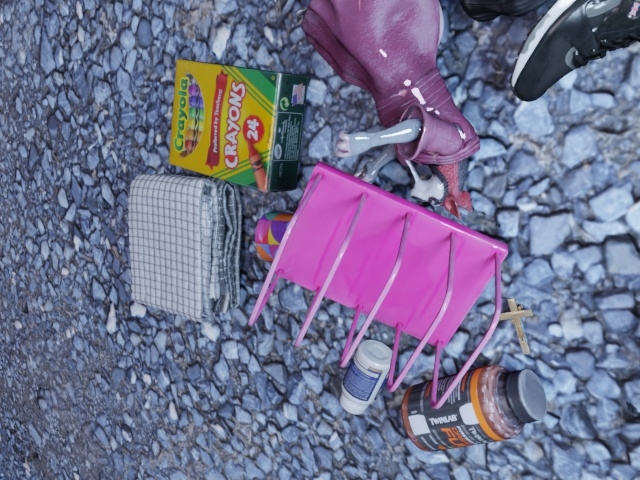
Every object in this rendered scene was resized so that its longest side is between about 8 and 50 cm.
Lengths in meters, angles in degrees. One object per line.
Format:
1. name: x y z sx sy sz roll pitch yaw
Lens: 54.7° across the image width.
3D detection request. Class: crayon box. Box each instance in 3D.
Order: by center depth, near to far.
1. crayon box: -0.175 -0.218 1.134 0.319 0.081 0.202 18 108 36

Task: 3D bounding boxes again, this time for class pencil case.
1. pencil case: 0.000 0.000 1.030 0.236 0.104 0.104 6 104 39

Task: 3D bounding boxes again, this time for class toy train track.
1. toy train track: 0.283 0.120 0.877 0.048 0.014 0.083 -14 97 34

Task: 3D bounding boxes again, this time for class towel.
1. towel: -0.267 0.007 1.246 0.235 0.121 0.283 8 103 37

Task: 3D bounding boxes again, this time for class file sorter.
1. file sorter: 0.075 0.068 0.840 0.291 0.182 0.202 24 123 0

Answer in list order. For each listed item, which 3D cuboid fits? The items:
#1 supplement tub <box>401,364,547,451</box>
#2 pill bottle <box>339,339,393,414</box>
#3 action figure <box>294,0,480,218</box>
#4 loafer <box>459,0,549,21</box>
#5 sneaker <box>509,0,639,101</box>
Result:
1. supplement tub: 0.220 0.241 0.894 0.198 0.106 0.106 -28 81 41
2. pill bottle: 0.075 0.232 1.039 0.067 0.067 0.120 37 121 28
3. action figure: 0.127 -0.203 0.851 0.276 0.248 0.370 -33 98 5
4. loafer: 0.218 -0.308 0.722 0.076 0.223 0.078 -45 109 1
5. sneaker: 0.337 -0.253 0.692 0.124 0.107 0.283 46 125 15
